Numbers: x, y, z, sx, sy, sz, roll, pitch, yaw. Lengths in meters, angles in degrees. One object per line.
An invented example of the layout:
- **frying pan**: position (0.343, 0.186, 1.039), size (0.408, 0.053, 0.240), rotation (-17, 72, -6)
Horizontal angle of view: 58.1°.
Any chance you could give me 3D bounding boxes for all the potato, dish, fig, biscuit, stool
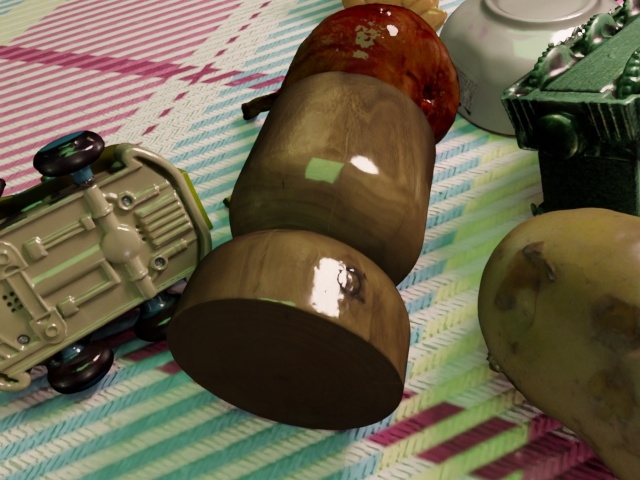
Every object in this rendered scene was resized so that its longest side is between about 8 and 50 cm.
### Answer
- **potato**: position (0.223, 0.074, 0.404), size (0.164, 0.165, 0.262), rotation (-28, 42, -16)
- **dish**: position (0.270, -0.254, 0.729), size (0.255, 0.117, 0.256), rotation (-5, 46, 5)
- **fig**: position (0.017, -0.147, 0.684), size (0.290, 0.190, 0.191), rotation (-24, 34, 40)
- **biscuit**: position (0.091, -0.407, 0.881), size (0.250, 0.162, 0.035), rotation (43, 23, 12)
- **stool**: position (0.000, 0.000, 0.500), size (0.179, 0.179, 0.264), rotation (4, 48, 14)

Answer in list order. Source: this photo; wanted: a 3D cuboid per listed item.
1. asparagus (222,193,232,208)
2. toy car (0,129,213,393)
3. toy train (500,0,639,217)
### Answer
- **asparagus**: position (-0.075, -0.027, 0.646), size (0.025, 0.021, 0.108), rotation (-36, 51, -23)
- **toy car**: position (-0.248, 0.007, 0.561), size (0.247, 0.204, 0.198), rotation (-32, 27, -20)
- **toy train**: position (0.321, -0.141, 0.576), size (0.330, 0.178, 0.138), rotation (-36, 32, -27)
